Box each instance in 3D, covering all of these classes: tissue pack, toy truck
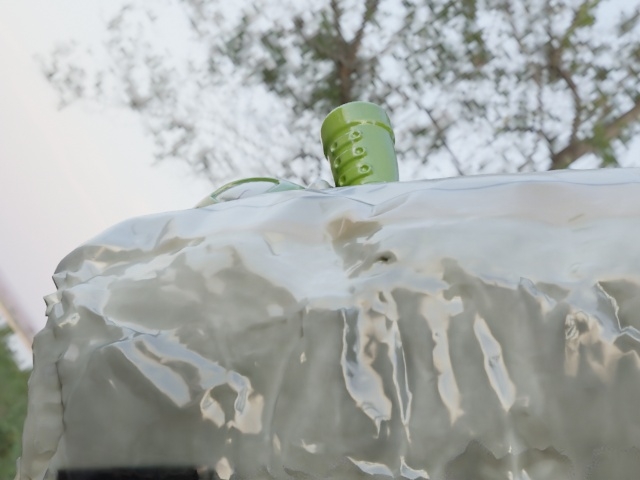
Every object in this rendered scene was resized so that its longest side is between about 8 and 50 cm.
[{"bbox_3d":[0.077,0.092,0.601,0.375,0.390,0.195,45,39,-68],"label":"tissue pack"},{"bbox_3d":[-0.003,0.017,0.917,0.148,0.210,0.187,43,10,-40],"label":"toy truck"}]
